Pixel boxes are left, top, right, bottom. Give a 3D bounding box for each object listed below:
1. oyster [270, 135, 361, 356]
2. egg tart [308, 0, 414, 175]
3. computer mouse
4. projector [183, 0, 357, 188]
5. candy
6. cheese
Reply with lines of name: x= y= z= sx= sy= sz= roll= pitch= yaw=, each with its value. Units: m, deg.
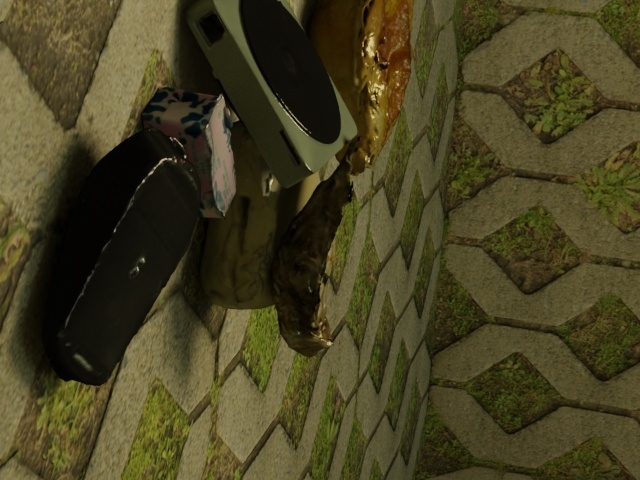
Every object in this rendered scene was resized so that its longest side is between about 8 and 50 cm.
oyster: x=-0.003 y=0.001 z=1.989 sx=0.166 sy=0.094 sz=0.294 roll=61 pitch=41 yaw=-72
egg tart: x=0.065 y=-0.306 z=2.459 sx=0.339 sy=0.153 sz=0.352 roll=-66 pitch=159 yaw=-50
computer mouse: x=-0.226 y=0.012 z=1.589 sx=0.295 sy=0.087 sz=0.168 roll=-64 pitch=158 yaw=-18
projector: x=-0.064 y=-0.212 z=1.935 sx=0.257 sy=0.079 sz=0.259 roll=61 pitch=22 yaw=-7
candy: x=-0.155 y=-0.102 z=1.792 sx=0.160 sy=0.092 sz=0.073 roll=84 pitch=21 yaw=-43
cheese: x=-0.085 y=-0.038 z=2.051 sx=0.233 sy=0.127 sz=0.266 roll=-25 pitch=120 yaw=-70
